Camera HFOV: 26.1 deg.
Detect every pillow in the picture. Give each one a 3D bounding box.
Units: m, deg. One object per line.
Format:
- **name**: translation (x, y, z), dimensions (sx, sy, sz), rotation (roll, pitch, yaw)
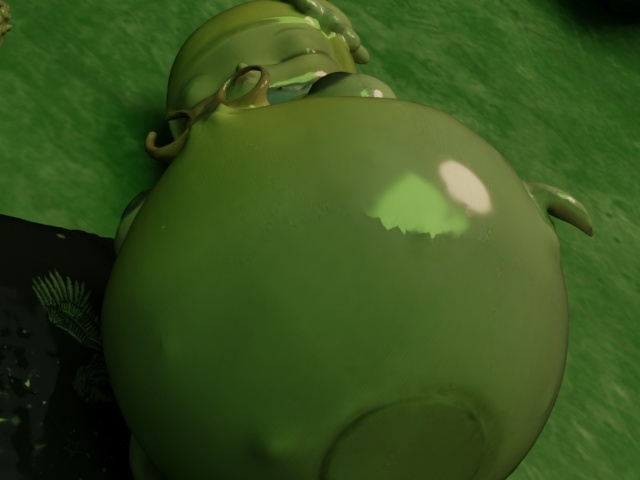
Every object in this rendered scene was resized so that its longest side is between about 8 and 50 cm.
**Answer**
- **pillow**: translation (-0.143, 0.067, 0.617), dimensions (0.141, 0.055, 0.208), rotation (18, 44, -25)

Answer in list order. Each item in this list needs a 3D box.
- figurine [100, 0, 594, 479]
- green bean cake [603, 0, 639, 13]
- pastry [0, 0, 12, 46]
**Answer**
- **figurine**: translation (0.000, 0.000, 0.716), dimensions (0.274, 0.226, 0.394), rotation (58, 6, -36)
- **green bean cake**: translation (0.370, -0.317, 1.236), dimensions (0.308, 0.300, 0.169), rotation (-24, 76, -2)
- **pastry**: translation (-0.283, -0.147, 0.711), dimensions (0.258, 0.089, 0.121), rotation (35, 26, -6)
